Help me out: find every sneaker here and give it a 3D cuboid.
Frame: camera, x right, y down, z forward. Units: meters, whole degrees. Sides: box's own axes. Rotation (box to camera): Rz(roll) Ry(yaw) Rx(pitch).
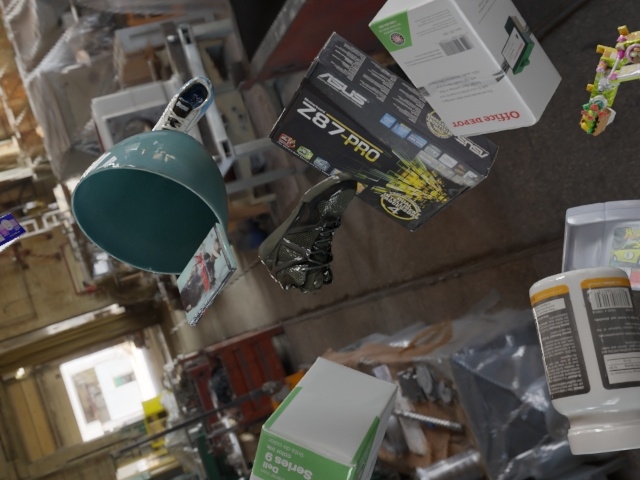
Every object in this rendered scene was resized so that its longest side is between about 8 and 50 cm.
[{"bbox_3d":[-0.323,-0.270,1.618,0.085,0.237,0.086,32,173,6],"label":"sneaker"},{"bbox_3d":[0.000,0.000,1.143,0.227,0.087,0.130,-47,59,27],"label":"sneaker"}]

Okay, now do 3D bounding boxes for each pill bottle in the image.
[{"bbox_3d":[0.441,0.193,1.158,0.162,0.162,0.279,125,141,-68],"label":"pill bottle"}]

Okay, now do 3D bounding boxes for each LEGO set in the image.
[{"bbox_3d":[0.458,-0.230,1.073,0.132,0.107,0.287,37,152,-11],"label":"LEGO set"}]

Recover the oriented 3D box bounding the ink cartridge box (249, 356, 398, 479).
[{"bbox_3d":[-0.010,0.244,0.687,0.154,0.093,0.212,-39,-36,-65],"label":"ink cartridge box"}]

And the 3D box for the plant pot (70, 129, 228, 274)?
[{"bbox_3d":[-0.304,-0.100,1.389,0.290,0.290,0.195,94,-175,-50],"label":"plant pot"}]

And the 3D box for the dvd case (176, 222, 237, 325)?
[{"bbox_3d":[-0.158,0.047,0.993,0.119,0.013,0.087,-50,44,26],"label":"dvd case"}]

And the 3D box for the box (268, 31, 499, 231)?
[{"bbox_3d":[0.117,-0.203,1.481,0.395,0.097,0.318,33,151,-8],"label":"box"}]

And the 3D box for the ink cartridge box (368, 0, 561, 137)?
[{"bbox_3d":[0.199,-0.256,0.985,0.219,0.093,0.160,45,156,-26],"label":"ink cartridge box"}]

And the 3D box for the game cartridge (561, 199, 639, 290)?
[{"bbox_3d":[0.577,0.012,1.252,0.196,0.294,0.060,75,-156,-43],"label":"game cartridge"}]

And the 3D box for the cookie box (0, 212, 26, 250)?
[{"bbox_3d":[-0.503,0.014,1.062,0.040,0.107,0.092,52,-170,-10],"label":"cookie box"}]
